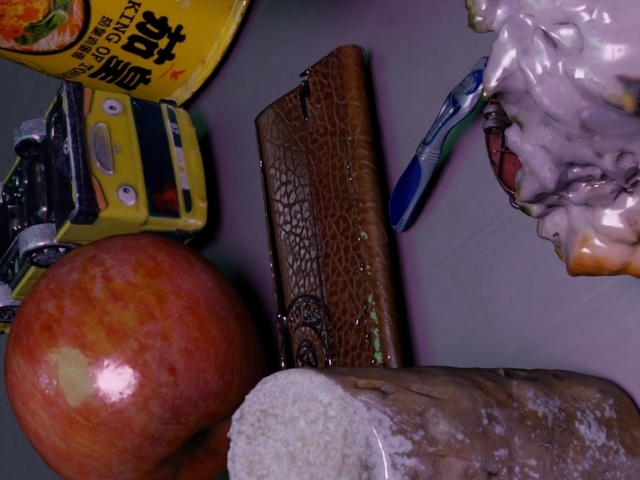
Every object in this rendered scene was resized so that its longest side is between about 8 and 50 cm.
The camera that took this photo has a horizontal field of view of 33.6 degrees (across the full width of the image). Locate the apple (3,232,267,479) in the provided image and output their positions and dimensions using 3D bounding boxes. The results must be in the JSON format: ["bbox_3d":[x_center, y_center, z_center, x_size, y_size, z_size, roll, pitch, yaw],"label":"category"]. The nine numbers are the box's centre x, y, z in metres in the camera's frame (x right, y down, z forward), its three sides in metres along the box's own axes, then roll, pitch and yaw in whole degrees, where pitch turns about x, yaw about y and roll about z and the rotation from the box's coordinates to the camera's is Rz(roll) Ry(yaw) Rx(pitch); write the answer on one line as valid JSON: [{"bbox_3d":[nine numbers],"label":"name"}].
[{"bbox_3d":[-0.130,0.096,0.773,0.174,0.188,0.188,46,120,34],"label":"apple"}]

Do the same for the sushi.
[{"bbox_3d":[0.144,-0.121,0.433,0.139,0.184,0.274,-2,78,24],"label":"sushi"}]

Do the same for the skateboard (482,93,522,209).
[{"bbox_3d":[0.118,-0.086,0.576,0.067,0.080,0.151,4,70,16],"label":"skateboard"}]

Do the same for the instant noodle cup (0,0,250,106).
[{"bbox_3d":[-0.232,-0.286,0.908,0.325,0.254,0.325,-14,71,48],"label":"instant noodle cup"}]

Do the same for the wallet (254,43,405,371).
[{"bbox_3d":[0.000,0.000,0.735,0.133,0.039,0.243,-32,59,51],"label":"wallet"}]

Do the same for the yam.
[{"bbox_3d":[0.060,0.111,0.513,0.107,0.194,0.107,-15,71,54],"label":"yam"}]

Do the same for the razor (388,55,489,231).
[{"bbox_3d":[0.078,-0.065,0.656,0.154,0.028,0.044,-56,44,30],"label":"razor"}]

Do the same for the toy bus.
[{"bbox_3d":[-0.204,-0.018,0.921,0.262,0.150,0.128,-39,55,49],"label":"toy bus"}]
